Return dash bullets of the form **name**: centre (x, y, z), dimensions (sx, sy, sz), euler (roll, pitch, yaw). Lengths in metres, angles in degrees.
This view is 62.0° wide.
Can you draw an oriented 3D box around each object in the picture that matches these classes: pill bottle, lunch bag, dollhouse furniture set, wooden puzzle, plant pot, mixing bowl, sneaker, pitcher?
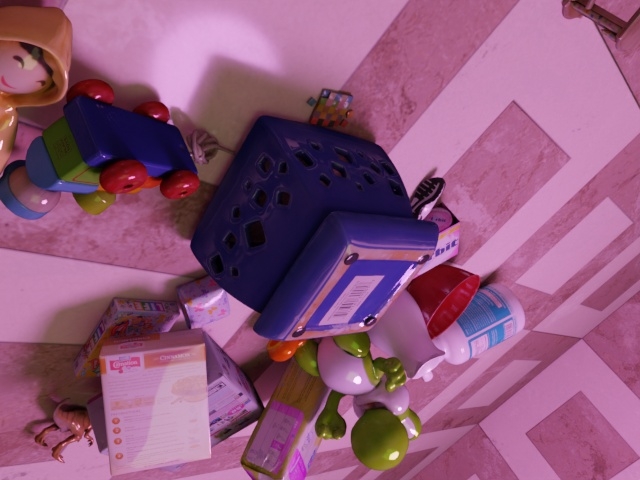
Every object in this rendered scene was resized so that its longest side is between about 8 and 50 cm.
- **pill bottle**: centre (0.375, 0.221, 1.360), dimensions (0.264, 0.146, 0.146), euler (-23, 144, -16)
- **lunch bag**: centre (-0.183, 0.101, 0.839), dimensions (0.071, 0.053, 0.083), euler (-22, 134, -21)
- **dollhouse furniture set**: centre (0.400, -0.317, 0.701), dimensions (0.161, 0.182, 0.101), euler (3, 131, -42)
- **wooden puzzle**: centre (0.015, -0.175, 0.709), dimensions (0.083, 0.006, 0.049), euler (-2, 134, -38)
- **plant pot**: centre (0.000, 0.000, 0.723), dimensions (0.236, 0.212, 0.236), euler (3, 131, -45)
- **mixing bowl**: centre (0.252, 0.119, 1.163), dimensions (0.181, 0.098, 0.181), euler (-32, 146, -25)
- **sneaker**: centre (0.187, -0.072, 0.956), dimensions (0.044, 0.040, 0.109), euler (-15, 148, -52)
- **pitcher**: centre (0.160, 0.190, 1.090), dimensions (0.126, 0.207, 0.177), euler (-33, 151, -8)

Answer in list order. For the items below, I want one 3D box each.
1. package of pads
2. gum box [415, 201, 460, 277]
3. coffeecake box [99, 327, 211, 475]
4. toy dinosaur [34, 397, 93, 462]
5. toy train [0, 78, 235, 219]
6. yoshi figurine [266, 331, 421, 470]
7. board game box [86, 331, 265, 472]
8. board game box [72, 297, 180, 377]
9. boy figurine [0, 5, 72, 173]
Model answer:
- **package of pads**: centre (-0.049, 0.382, 1.131), dimensions (0.229, 0.101, 0.296), euler (83, 30, -53)
- **gum box**: centre (0.171, 0.019, 1.022), dimensions (0.189, 0.062, 0.107), euler (-28, 145, -9)
- **coffeecake box**: centre (-0.240, 0.234, 0.785), dimensions (0.143, 0.068, 0.185), euler (-4, 102, -17)
- **toy dinosaur**: centre (-0.424, 0.307, 0.897), dimensions (0.112, 0.064, 0.211), euler (-47, 157, -14)
- **toy train**: centre (-0.208, -0.074, 0.587), dimensions (0.143, 0.105, 0.248), euler (-27, 172, 18)
- **yoshi figurine**: centre (0.067, 0.290, 1.001), dimensions (0.203, 0.204, 0.362), euler (-46, 108, -18)
- **board game box**: centre (-0.245, 0.310, 0.980), dimensions (0.224, 0.097, 0.303), euler (-30, 150, -8)
- **board game box**: centre (-0.301, 0.153, 0.826), dimensions (0.104, 0.026, 0.154), euler (11, 125, -47)
- **boy figurine**: centre (-0.330, -0.102, 0.442), dimensions (0.285, 0.092, 0.177), euler (-27, 139, -6)
